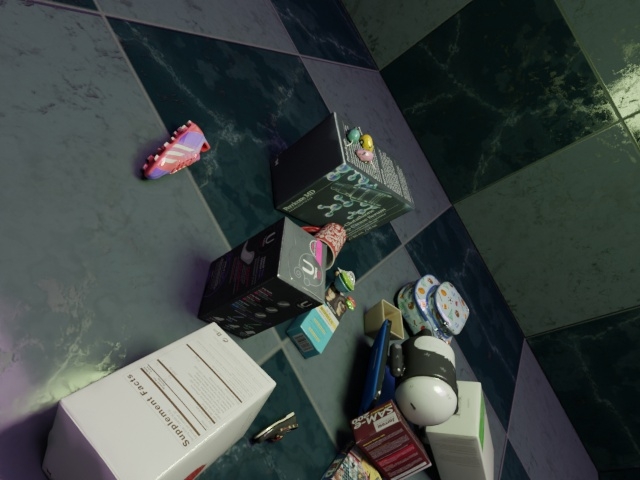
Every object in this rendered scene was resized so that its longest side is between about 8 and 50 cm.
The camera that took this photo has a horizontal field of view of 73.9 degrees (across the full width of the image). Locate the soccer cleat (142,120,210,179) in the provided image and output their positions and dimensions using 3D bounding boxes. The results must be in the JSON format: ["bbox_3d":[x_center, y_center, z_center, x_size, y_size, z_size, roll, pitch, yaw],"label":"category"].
[{"bbox_3d":[-0.356,-0.216,1.078,0.095,0.083,0.248,49,32,-26],"label":"soccer cleat"}]

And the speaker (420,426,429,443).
[{"bbox_3d":[0.351,0.600,1.396,0.055,0.055,0.136,-49,133,-55],"label":"speaker"}]

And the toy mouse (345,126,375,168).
[{"bbox_3d":[0.122,-0.288,1.277,0.143,0.031,0.161,-8,73,-55],"label":"toy mouse"}]

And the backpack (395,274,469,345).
[{"bbox_3d":[0.434,0.273,1.676,0.263,0.213,0.276,50,36,3],"label":"backpack"}]

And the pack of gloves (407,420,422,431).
[{"bbox_3d":[0.303,0.502,1.364,0.046,0.195,0.232,24,38,1],"label":"pack of gloves"}]

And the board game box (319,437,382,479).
[{"bbox_3d":[0.107,0.660,1.082,0.165,0.042,0.243,-24,86,-58],"label":"board game box"}]

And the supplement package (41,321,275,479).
[{"bbox_3d":[-0.251,0.299,0.698,0.175,0.177,0.293,40,29,18],"label":"supplement package"}]

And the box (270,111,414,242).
[{"bbox_3d":[0.078,-0.191,1.444,0.395,0.294,0.211,23,49,-43],"label":"box"}]

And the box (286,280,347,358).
[{"bbox_3d":[0.000,0.225,1.243,0.100,0.060,0.244,55,34,-9],"label":"box"}]

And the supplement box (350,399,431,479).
[{"bbox_3d":[0.190,0.545,1.142,0.239,0.130,0.073,59,4,-31],"label":"supplement box"}]

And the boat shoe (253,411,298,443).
[{"bbox_3d":[-0.097,0.433,0.969,0.133,0.049,0.042,3,56,-58],"label":"boat shoe"}]

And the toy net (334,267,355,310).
[{"bbox_3d":[0.093,0.142,1.368,0.122,0.045,0.232,57,11,-2],"label":"toy net"}]

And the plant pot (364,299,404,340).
[{"bbox_3d":[0.209,0.283,1.448,0.109,0.096,0.109,34,42,-34],"label":"plant pot"}]

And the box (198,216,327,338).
[{"bbox_3d":[-0.130,0.093,0.974,0.143,0.270,0.165,35,42,-34],"label":"box"}]

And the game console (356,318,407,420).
[{"bbox_3d":[0.221,0.435,1.282,0.173,0.250,0.293,18,40,3],"label":"game console"}]

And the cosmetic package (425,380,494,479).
[{"bbox_3d":[0.450,0.638,1.351,0.365,0.155,0.197,67,31,-29],"label":"cosmetic package"}]

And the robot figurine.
[{"bbox_3d":[0.299,0.390,1.224,0.278,0.209,0.173,-71,162,-53],"label":"robot figurine"}]

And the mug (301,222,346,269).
[{"bbox_3d":[0.009,-0.002,1.382,0.150,0.113,0.169,57,30,-9],"label":"mug"}]
